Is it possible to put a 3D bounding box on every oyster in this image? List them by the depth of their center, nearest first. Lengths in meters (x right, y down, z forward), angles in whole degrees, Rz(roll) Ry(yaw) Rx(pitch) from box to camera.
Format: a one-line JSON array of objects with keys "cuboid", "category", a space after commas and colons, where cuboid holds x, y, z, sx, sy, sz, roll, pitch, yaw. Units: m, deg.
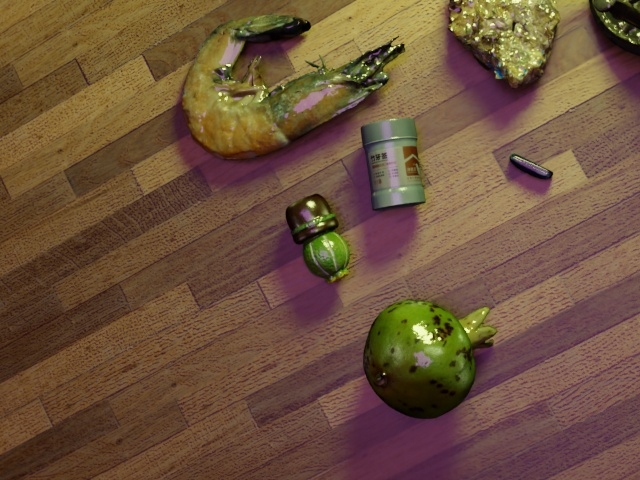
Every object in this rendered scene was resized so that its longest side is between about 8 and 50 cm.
[{"cuboid": [0.325, -0.391, 1.901, 0.198, 0.092, 0.260, -4, 84, 8], "category": "oyster"}]

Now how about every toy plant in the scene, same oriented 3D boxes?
[{"cuboid": [0.000, 0.000, 1.950, 0.093, 0.093, 0.162, -27, 84, 10], "category": "toy plant"}]

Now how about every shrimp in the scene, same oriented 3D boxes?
[{"cuboid": [-0.058, -0.313, 1.987, 0.445, 0.085, 0.272, -18, 79, 15], "category": "shrimp"}]

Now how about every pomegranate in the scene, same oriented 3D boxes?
[{"cuboid": [0.192, 0.198, 1.867, 0.263, 0.211, 0.211, -20, 82, -31], "category": "pomegranate"}]

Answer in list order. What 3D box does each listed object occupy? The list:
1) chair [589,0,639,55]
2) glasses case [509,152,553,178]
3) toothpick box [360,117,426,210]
[{"cuboid": [0.503, -0.497, 1.666, 0.365, 0.410, 0.362, -52, 54, 10], "category": "chair"}, {"cuboid": [0.375, -0.130, 1.907, 0.083, 0.033, 0.023, 26, 104, 12], "category": "glasses case"}, {"cuboid": [0.132, -0.136, 1.923, 0.101, 0.101, 0.153, -9, 87, 11], "category": "toothpick box"}]
